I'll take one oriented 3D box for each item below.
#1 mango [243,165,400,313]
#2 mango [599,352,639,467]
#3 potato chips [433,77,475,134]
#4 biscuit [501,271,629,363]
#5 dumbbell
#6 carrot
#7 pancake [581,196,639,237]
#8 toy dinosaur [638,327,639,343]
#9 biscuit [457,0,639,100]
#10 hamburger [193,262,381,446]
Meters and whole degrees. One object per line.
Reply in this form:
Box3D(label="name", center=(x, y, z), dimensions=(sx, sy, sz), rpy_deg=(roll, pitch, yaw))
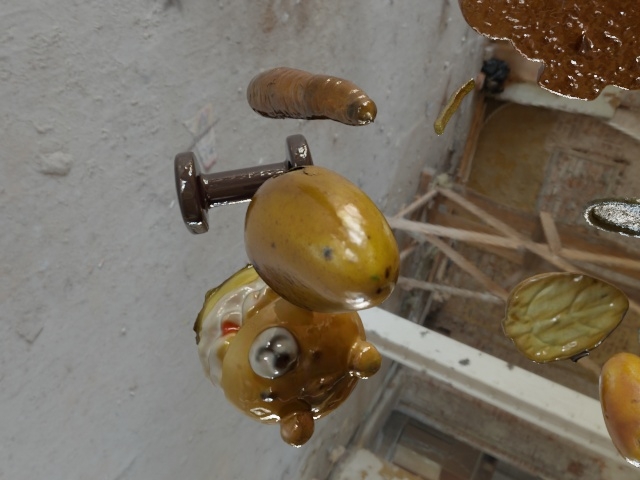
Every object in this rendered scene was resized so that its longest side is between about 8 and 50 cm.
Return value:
Box3D(label="mango", center=(0.000, 0.000, 0.756), dimensions=(0.160, 0.290, 0.191), rpy_deg=(-33, 108, -15))
Box3D(label="mango", center=(0.211, 0.110, 0.402), dimensions=(0.046, 0.060, 0.089), rpy_deg=(-35, -162, 26))
Box3D(label="potato chips", center=(0.249, -0.251, 1.147), dimensions=(0.026, 0.037, 0.204), rpy_deg=(53, 46, -15))
Box3D(label="biscuit", center=(0.517, 0.159, 1.285), dimensions=(0.041, 0.260, 0.203), rpy_deg=(-47, 120, -78))
Box3D(label="dumbbell", center=(-0.120, -0.091, 0.987), dimensions=(0.140, 0.225, 0.124), rpy_deg=(103, -24, -75))
Box3D(label="carrot", center=(-0.013, -0.148, 0.625), dimensions=(0.059, 0.248, 0.059), rpy_deg=(-9, 109, -28))
Box3D(label="pancake", center=(0.600, -0.043, 1.154), dimensions=(0.199, 0.199, 0.021), rpy_deg=(46, 57, -67))
Box3D(label="toy dinosaur", center=(0.373, 0.102, 0.577), dimensions=(0.329, 0.144, 0.076), rpy_deg=(-60, 179, 11))
Box3D(label="biscuit", center=(0.282, -0.242, 0.514), dimensions=(0.306, 0.284, 0.043), rpy_deg=(108, 2, -57))
Box3D(label="hamburger", center=(-0.050, 0.182, 0.978), dimensions=(0.276, 0.237, 0.276), rpy_deg=(-14, 121, -24))
